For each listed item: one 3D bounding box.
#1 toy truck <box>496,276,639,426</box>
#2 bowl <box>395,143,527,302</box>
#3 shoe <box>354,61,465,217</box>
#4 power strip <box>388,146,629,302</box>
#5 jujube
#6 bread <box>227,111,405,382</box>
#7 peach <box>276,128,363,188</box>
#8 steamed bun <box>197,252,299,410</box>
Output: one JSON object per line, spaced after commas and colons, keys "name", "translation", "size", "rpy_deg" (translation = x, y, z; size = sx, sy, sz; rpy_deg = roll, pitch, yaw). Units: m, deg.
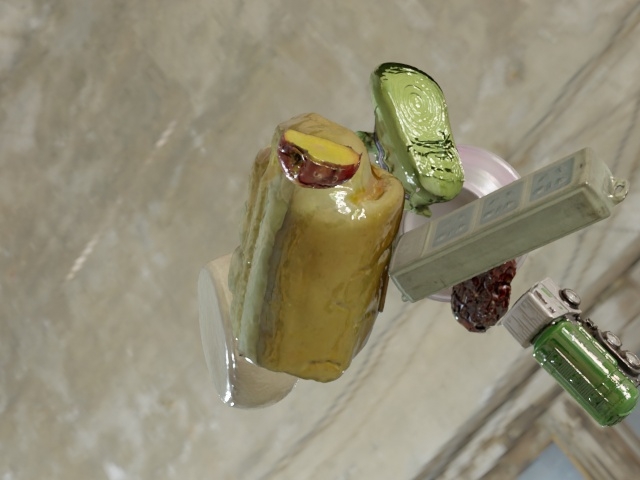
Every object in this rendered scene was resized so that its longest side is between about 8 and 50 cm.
{"name": "toy truck", "translation": [0.387, 0.174, 1.922], "size": [0.125, 0.242, 0.101], "rpy_deg": [-18, -30, -55]}
{"name": "bowl", "translation": [0.227, -0.025, 2.189], "size": [0.287, 0.287, 0.144], "rpy_deg": [-46, -4, 12]}
{"name": "shoe", "translation": [0.132, -0.162, 1.986], "size": [0.140, 0.262, 0.128], "rpy_deg": [8, -37, -47]}
{"name": "power strip", "translation": [0.182, -0.014, 1.279], "size": [0.272, 0.052, 0.078], "rpy_deg": [-27, 25, 32]}
{"name": "jujube", "translation": [0.262, 0.067, 1.990], "size": [0.104, 0.104, 0.166], "rpy_deg": [-7, -54, -44]}
{"name": "bread", "translation": [0.000, 0.000, 1.723], "size": [0.210, 0.300, 0.341], "rpy_deg": [8, -83, -15]}
{"name": "peach", "translation": [-0.004, -0.077, 1.253], "size": [0.083, 0.077, 0.050], "rpy_deg": [-15, -48, -50]}
{"name": "steamed bun", "translation": [-0.109, 0.156, 2.229], "size": [0.177, 0.283, 0.283], "rpy_deg": [-8, -38, -16]}
